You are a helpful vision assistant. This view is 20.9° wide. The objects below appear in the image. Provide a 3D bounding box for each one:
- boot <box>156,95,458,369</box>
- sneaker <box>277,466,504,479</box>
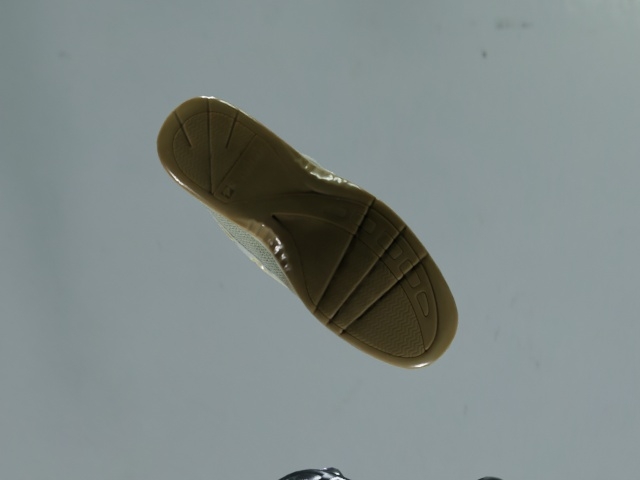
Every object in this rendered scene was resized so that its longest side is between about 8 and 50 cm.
[{"bbox_3d":[0.000,0.000,1.078,0.213,0.165,0.077,39,89,8],"label":"boot"},{"bbox_3d":[-0.028,0.170,0.803,0.283,0.107,0.124,-2,46,6],"label":"sneaker"}]
